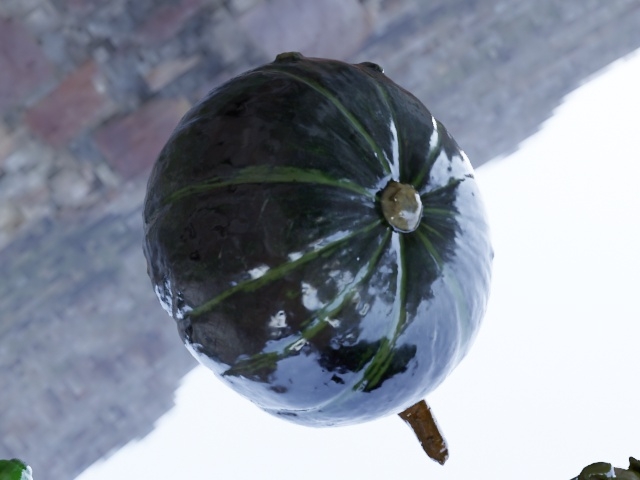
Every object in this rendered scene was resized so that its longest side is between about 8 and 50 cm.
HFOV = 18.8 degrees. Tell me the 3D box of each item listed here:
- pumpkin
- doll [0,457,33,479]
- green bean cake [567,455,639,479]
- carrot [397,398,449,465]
[{"bbox_3d":[0.000,0.000,1.659,0.241,0.323,0.323,-19,-149,41],"label":"pumpkin"},{"bbox_3d":[-0.242,0.256,1.721,0.050,0.190,0.115,-49,-163,-27],"label":"doll"},{"bbox_3d":[0.220,0.335,1.465,0.310,0.285,0.202,-40,171,-29],"label":"green bean cake"},{"bbox_3d":[0.070,0.138,1.887,0.047,0.191,0.047,-33,176,-2],"label":"carrot"}]
